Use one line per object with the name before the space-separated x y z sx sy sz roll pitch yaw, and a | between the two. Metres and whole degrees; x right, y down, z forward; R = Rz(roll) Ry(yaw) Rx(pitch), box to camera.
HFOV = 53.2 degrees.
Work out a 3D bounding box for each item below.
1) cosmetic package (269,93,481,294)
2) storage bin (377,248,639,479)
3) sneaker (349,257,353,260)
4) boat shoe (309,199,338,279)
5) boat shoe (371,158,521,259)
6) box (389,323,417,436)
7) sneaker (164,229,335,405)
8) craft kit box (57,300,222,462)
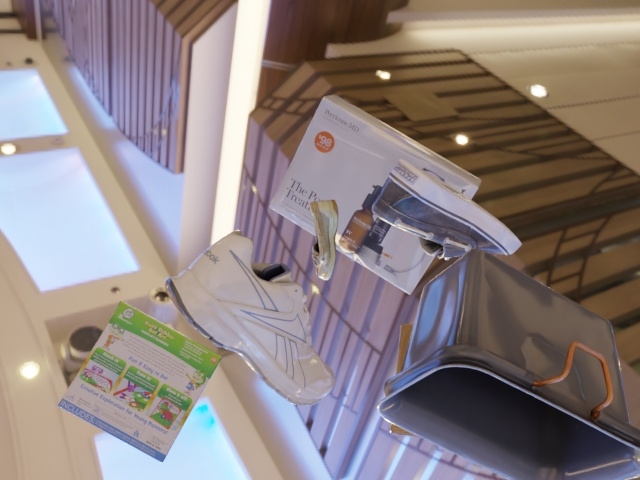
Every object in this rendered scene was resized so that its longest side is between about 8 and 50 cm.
cosmetic package | 0.114 -0.102 1.403 0.377 0.285 0.097 31 -159 8
storage bin | 0.112 0.068 0.359 0.135 0.098 0.091 27 -131 -14
sneaker | 0.079 -0.005 1.639 0.067 0.042 0.119 -1 -109 -70
boat shoe | 0.000 0.001 1.103 0.048 0.153 0.056 -2 -146 -12
boat shoe | 0.194 -0.021 0.972 0.301 0.102 0.108 22 -162 -43
box | 0.216 0.254 1.144 0.164 0.021 0.201 6 -119 8
sneaker | -0.058 0.108 0.814 0.129 0.297 0.111 -47 -141 -7
craft kit box | -0.375 0.294 1.350 0.249 0.061 0.247 30 -99 -1
